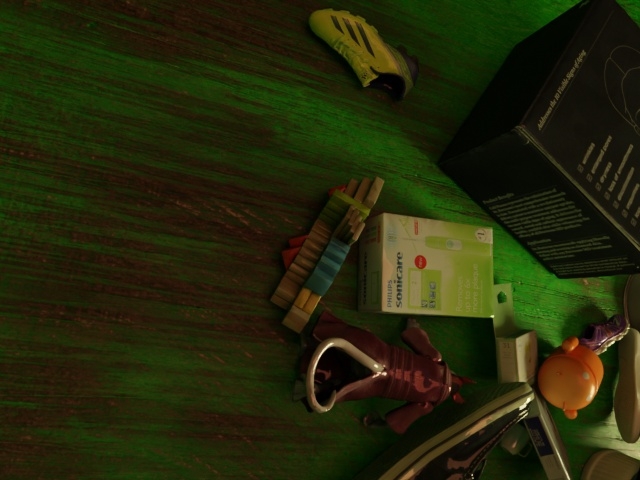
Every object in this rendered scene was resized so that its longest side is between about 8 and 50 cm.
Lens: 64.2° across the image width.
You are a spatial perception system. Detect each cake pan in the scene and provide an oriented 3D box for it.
[{"bbox_3d":[0.990,0.198,1.456,0.293,0.054,0.293,4,80,-21],"label":"cake pan"}]

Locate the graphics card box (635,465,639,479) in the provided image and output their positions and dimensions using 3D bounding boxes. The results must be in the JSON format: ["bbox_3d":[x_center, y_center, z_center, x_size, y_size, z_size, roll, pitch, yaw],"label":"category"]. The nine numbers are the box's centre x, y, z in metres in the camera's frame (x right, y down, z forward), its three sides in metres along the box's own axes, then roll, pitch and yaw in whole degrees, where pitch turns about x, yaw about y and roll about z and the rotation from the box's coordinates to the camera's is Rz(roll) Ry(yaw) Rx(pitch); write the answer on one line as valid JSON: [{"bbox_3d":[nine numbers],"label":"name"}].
[{"bbox_3d":[0.826,0.631,1.162,0.233,0.094,0.371,46,59,-5],"label":"graphics card box"}]

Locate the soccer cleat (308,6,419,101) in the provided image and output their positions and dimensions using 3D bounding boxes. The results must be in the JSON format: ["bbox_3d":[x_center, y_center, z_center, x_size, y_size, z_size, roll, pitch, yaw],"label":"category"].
[{"bbox_3d":[0.097,-0.424,1.170,0.289,0.093,0.121,26,79,-16],"label":"soccer cleat"}]

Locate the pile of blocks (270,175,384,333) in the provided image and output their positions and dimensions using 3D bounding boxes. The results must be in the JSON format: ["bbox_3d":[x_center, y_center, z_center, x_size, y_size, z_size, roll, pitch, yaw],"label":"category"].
[{"bbox_3d":[0.000,0.000,1.030,0.113,0.149,0.362,30,70,-4],"label":"pile of blocks"}]

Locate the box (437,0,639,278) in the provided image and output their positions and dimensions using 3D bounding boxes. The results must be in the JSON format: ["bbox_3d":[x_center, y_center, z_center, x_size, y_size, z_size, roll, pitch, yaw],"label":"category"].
[{"bbox_3d":[0.635,-0.236,1.248,0.472,0.297,0.479,41,69,-13],"label":"box"}]

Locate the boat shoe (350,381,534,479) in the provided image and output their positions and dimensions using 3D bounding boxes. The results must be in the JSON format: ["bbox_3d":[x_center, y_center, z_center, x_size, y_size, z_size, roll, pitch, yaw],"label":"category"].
[{"bbox_3d":[0.237,0.457,1.015,0.500,0.187,0.156,-33,81,-13],"label":"boat shoe"}]

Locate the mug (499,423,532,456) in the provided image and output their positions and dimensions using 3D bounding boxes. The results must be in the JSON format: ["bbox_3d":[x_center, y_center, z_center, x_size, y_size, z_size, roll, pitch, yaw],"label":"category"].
[{"bbox_3d":[0.456,0.467,1.188,0.078,0.062,0.064,37,76,20],"label":"mug"}]

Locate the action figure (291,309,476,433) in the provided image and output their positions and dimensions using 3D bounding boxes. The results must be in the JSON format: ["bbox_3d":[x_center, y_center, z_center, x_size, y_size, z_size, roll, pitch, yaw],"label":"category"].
[{"bbox_3d":[0.138,0.242,0.995,0.371,0.275,0.247,12,71,-6],"label":"action figure"}]

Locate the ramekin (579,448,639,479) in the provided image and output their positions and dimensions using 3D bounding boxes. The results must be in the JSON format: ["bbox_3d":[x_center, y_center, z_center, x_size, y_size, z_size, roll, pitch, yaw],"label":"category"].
[{"bbox_3d":[0.757,0.633,1.260,0.207,0.109,0.207,4,80,-21],"label":"ramekin"}]

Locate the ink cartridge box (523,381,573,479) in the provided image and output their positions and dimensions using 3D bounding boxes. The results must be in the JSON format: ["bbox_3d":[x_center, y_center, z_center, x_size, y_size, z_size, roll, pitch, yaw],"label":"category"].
[{"bbox_3d":[0.521,0.455,1.177,0.045,0.224,0.223,-23,89,21],"label":"ink cartridge box"}]

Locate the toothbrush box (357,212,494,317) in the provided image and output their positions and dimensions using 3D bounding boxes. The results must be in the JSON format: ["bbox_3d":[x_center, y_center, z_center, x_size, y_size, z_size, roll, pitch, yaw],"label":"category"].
[{"bbox_3d":[0.233,0.064,1.131,0.284,0.122,0.206,7,79,-20],"label":"toothbrush box"}]

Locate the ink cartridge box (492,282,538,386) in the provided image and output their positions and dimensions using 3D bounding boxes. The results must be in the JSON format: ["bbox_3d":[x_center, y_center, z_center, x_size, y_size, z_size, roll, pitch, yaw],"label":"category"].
[{"bbox_3d":[0.452,0.218,1.184,0.171,0.056,0.234,3,84,-54],"label":"ink cartridge box"}]

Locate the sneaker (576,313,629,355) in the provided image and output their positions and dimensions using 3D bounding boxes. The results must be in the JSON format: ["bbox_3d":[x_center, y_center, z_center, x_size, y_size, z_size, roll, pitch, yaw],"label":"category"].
[{"bbox_3d":[0.741,0.238,1.342,0.170,0.068,0.071,-29,87,-23],"label":"sneaker"}]

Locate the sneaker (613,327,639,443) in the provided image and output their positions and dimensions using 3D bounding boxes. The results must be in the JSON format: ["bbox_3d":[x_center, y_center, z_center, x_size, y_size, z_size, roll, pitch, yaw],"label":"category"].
[{"bbox_3d":[0.862,0.387,1.326,0.147,0.104,0.295,14,71,2],"label":"sneaker"}]

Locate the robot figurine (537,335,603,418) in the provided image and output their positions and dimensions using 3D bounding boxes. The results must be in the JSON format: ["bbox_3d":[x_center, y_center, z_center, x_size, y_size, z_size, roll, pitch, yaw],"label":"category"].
[{"bbox_3d":[0.592,0.322,1.208,0.128,0.158,0.219,42,28,25],"label":"robot figurine"}]
